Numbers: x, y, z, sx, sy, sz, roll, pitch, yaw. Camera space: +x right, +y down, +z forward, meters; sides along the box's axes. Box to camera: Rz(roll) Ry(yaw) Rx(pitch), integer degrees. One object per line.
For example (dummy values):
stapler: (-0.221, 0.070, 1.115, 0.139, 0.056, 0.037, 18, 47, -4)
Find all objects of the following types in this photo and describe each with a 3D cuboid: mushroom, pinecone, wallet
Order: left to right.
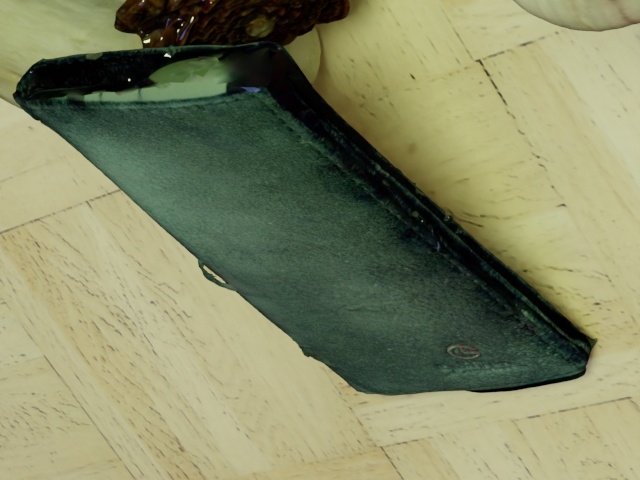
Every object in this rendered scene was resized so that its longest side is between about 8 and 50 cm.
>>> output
mushroom: (-0.165, -0.136, 1.218, 0.351, 0.095, 0.122, 16, 114, 20)
pinecone: (-0.058, -0.189, 1.061, 0.163, 0.163, 0.165, -36, 76, 45)
wallet: (0.000, 0.000, 1.138, 0.191, 0.046, 0.379, -4, 150, 36)

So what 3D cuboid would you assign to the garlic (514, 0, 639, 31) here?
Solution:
garlic: (0.176, -0.196, 0.896, 0.245, 0.245, 0.253, 1, 165, 33)
